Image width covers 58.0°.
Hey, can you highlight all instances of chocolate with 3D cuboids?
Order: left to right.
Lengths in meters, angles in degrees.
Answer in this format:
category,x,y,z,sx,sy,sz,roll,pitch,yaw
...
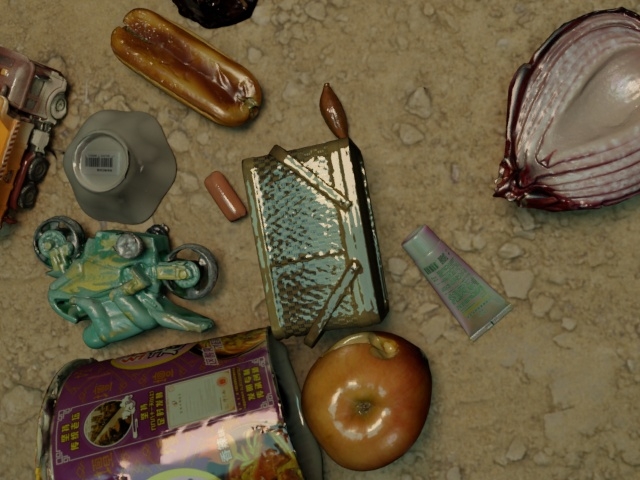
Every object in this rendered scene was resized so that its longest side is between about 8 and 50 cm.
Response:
category,x,y,z,sx,sy,sz,roll,pitch,yaw
chocolate,-0.172,-0.392,0.821,0.156,0.133,0.156,1,93,11

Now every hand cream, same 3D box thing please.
category,x,y,z,sx,sy,sz,roll,pitch,yaw
hand cream,0.187,0.056,0.814,0.076,0.047,0.174,-42,93,7

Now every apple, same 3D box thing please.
category,x,y,z,sx,sy,sz,roll,pitch,yaw
apple,0.059,0.209,0.764,0.199,0.199,0.199,0,91,9

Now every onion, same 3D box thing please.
category,x,y,z,sx,sy,sz,roll,pitch,yaw
onion,0.330,-0.144,0.744,0.284,0.120,0.227,-38,87,5

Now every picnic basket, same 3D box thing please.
category,x,y,z,sx,sy,sz,roll,pitch,yaw
picnic basket,0.000,0.000,0.779,0.139,0.165,0.266,-10,89,11

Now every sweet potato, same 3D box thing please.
category,x,y,z,sx,sy,sz,roll,pitch,yaw
sweet potato,0.019,-0.183,0.840,0.034,0.034,0.095,-20,87,9

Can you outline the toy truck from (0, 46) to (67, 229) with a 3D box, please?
category,x,y,z,sx,sy,sz,roll,pitch,yaw
toy truck,-0.489,-0.150,0.872,0.114,0.135,0.270,22,94,9

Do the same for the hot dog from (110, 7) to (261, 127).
category,x,y,z,sx,sy,sz,roll,pitch,yaw
hot dog,-0.198,-0.254,0.858,0.250,0.068,0.100,34,83,5

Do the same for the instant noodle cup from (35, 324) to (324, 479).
category,x,y,z,sx,sy,sz,roll,pitch,yaw
instant noodle cup,-0.149,0.271,0.740,0.266,0.340,0.339,-19,88,1

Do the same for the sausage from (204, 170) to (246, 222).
category,x,y,z,sx,sy,sz,roll,pitch,yaw
sausage,-0.143,-0.066,0.868,0.034,0.034,0.083,-35,84,8

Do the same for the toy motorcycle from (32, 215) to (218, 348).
category,x,y,z,sx,sy,sz,roll,pitch,yaw
toy motorcycle,-0.299,0.071,0.860,0.297,0.109,0.198,5,95,10

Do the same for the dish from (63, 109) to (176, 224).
category,x,y,z,sx,sy,sz,roll,pitch,yaw
dish,-0.320,-0.116,0.880,0.191,0.066,0.190,0,90,9
